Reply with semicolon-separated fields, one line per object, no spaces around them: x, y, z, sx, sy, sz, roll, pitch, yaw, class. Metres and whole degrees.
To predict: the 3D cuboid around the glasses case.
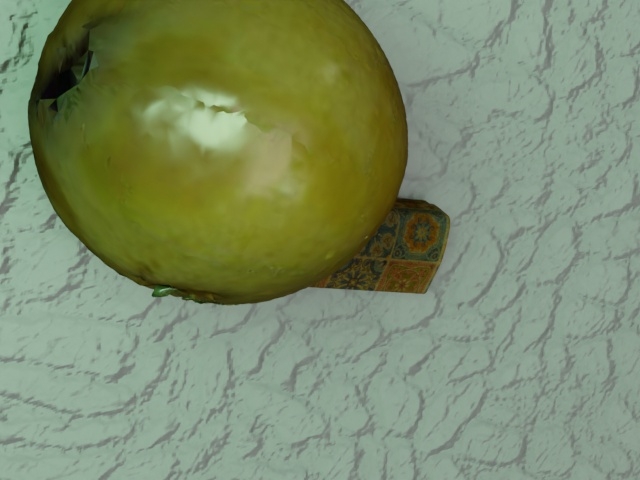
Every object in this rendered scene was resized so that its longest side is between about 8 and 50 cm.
0.000;0.000;1.446;0.218;0.049;0.075;4;110;-33;glasses case

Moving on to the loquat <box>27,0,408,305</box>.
-0.069;-0.079;1.231;0.263;0.263;0.263;-13;119;-26;loquat
